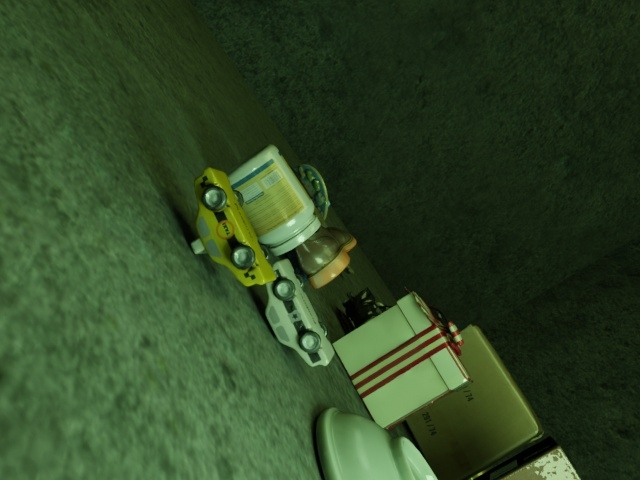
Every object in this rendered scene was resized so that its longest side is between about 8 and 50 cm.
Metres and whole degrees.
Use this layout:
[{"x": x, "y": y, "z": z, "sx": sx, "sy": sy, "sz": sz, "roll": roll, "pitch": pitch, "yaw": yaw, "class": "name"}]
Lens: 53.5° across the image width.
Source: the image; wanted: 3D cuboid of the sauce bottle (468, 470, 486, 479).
[{"x": 0.459, "y": 0.748, "z": 1.753, "sx": 0.344, "sy": 0.111, "sz": 0.111, "roll": 61, "pitch": 7, "yaw": 15, "class": "sauce bottle"}]

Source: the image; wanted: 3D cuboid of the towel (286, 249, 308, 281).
[{"x": -0.062, "y": 0.043, "z": 1.546, "sx": 0.119, "sy": 0.029, "sz": 0.067, "roll": 63, "pitch": 7, "yaw": 30, "class": "towel"}]

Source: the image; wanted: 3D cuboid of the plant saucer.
[{"x": 0.138, "y": 0.420, "z": 0.974, "sx": 0.400, "sy": 0.100, "sz": 0.400, "roll": 57, "pitch": 7, "yaw": -11, "class": "plant saucer"}]

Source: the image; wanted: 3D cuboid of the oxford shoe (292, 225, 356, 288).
[{"x": 0.000, "y": 0.000, "z": 1.542, "sx": 0.133, "sy": 0.130, "sz": 0.364, "roll": 51, "pitch": 7, "yaw": -7, "class": "oxford shoe"}]

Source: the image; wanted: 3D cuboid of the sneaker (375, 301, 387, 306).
[{"x": 0.233, "y": 0.274, "z": 2.482, "sx": 0.152, "sy": 0.058, "sz": 0.084, "roll": 58, "pitch": 11, "yaw": -40, "class": "sneaker"}]

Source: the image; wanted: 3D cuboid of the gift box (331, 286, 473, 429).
[{"x": 0.197, "y": 0.256, "z": 1.465, "sx": 0.276, "sy": 0.258, "sz": 0.255, "roll": 60, "pitch": 7, "yaw": 15, "class": "gift box"}]

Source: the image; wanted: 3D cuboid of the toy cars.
[{"x": -0.099, "y": 0.061, "z": 0.999, "sx": 0.394, "sy": 0.087, "sz": 0.176, "roll": 57, "pitch": 11, "yaw": -37, "class": "toy cars"}]

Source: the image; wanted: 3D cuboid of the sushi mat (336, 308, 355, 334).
[{"x": 0.133, "y": 0.302, "z": 1.819, "sx": 0.151, "sy": 0.019, "sz": 0.316, "roll": 61, "pitch": 7, "yaw": 31, "class": "sushi mat"}]

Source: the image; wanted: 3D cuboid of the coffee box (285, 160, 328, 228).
[{"x": -0.074, "y": -0.096, "z": 1.795, "sx": 0.246, "sy": 0.098, "sz": 0.141, "roll": 61, "pitch": 8, "yaw": 25, "class": "coffee box"}]

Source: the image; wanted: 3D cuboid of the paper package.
[{"x": 0.380, "y": 0.443, "z": 1.702, "sx": 0.325, "sy": 0.309, "sz": 0.168, "roll": 60, "pitch": 11, "yaw": 26, "class": "paper package"}]

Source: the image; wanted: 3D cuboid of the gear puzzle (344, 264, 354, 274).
[{"x": 0.006, "y": 0.000, "z": 2.220, "sx": 0.339, "sy": 0.044, "sz": 0.175, "roll": 47, "pitch": 14, "yaw": -46, "class": "gear puzzle"}]

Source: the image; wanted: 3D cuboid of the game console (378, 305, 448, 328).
[{"x": 0.338, "y": 0.385, "z": 2.031, "sx": 0.342, "sy": 0.060, "sz": 0.386, "roll": 4, "pitch": 55, "yaw": -41, "class": "game console"}]

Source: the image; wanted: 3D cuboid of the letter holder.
[{"x": 0.364, "y": 0.540, "z": 1.179, "sx": 0.214, "sy": 0.302, "sz": 0.152, "roll": 60, "pitch": 7, "yaw": 17, "class": "letter holder"}]

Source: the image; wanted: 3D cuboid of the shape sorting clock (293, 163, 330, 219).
[{"x": -0.045, "y": -0.127, "z": 1.914, "sx": 0.040, "sy": 0.206, "sz": 0.206, "roll": -16, "pitch": 67, "yaw": -38, "class": "shape sorting clock"}]

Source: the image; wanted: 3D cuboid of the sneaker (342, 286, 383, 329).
[{"x": 0.148, "y": 0.218, "z": 1.783, "sx": 0.153, "sy": 0.101, "sz": 0.268, "roll": 62, "pitch": 11, "yaw": 27, "class": "sneaker"}]

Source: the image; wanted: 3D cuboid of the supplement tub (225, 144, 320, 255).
[{"x": -0.103, "y": -0.083, "z": 1.331, "sx": 0.200, "sy": 0.144, "sz": 0.144, "roll": 56, "pitch": 7, "yaw": -12, "class": "supplement tub"}]
